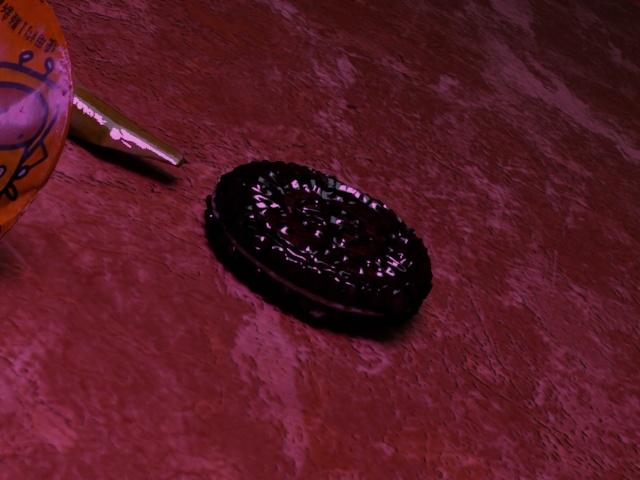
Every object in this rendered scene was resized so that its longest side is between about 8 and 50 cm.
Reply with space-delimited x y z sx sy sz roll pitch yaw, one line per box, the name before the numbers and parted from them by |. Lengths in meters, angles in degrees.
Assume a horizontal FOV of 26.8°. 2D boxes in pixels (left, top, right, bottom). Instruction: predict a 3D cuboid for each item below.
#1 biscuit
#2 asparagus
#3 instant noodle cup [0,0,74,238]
biscuit | 0.000 0.000 1.045 0.195 0.053 0.194 22 26 -11
asparagus | -0.187 -0.099 1.061 0.178 0.041 0.045 33 49 1
instant noodle cup | -0.279 -0.096 0.785 0.216 0.215 0.172 -2 30 -47
